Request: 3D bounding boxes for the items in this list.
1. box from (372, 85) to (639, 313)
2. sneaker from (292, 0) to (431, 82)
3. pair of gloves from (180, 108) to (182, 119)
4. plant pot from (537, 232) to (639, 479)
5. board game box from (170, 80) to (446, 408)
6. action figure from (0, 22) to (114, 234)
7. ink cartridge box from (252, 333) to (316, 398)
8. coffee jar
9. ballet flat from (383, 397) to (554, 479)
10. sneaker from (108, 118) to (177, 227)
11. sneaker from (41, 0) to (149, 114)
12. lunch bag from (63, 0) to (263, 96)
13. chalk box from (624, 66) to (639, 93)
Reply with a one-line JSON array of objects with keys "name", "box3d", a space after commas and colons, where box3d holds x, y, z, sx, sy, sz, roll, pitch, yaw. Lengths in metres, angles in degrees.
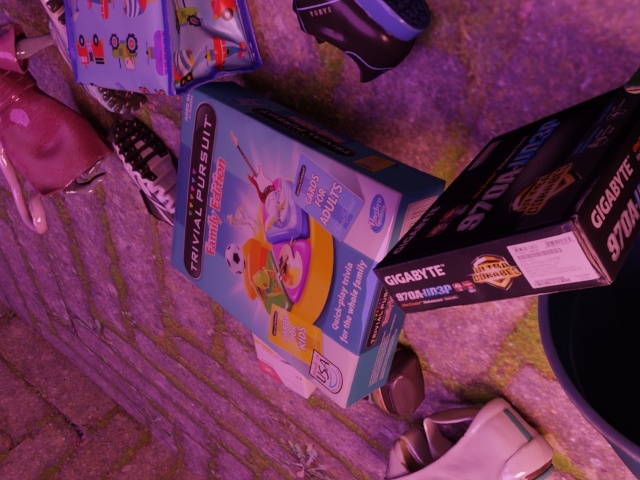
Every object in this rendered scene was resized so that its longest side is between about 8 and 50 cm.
[{"name": "box", "box3d": [0.167, -0.037, 0.456, 0.175, 0.220, 0.051, -18, 110, 53]}, {"name": "sneaker", "box3d": [-0.007, -0.249, 0.547, 0.232, 0.081, 0.090, 46, 138, -2]}, {"name": "pair of gloves", "box3d": [-0.182, -0.151, 0.885, 0.074, 0.010, 0.083, 34, 140, 20]}, {"name": "plant pot", "box3d": [0.328, 0.103, 0.416, 0.271, 0.272, 0.255, 4, 143, 44]}, {"name": "board game box", "box3d": [-0.044, -0.011, 0.683, 0.336, 0.079, 0.254, 32, 123, 34]}, {"name": "action figure", "box3d": [-0.507, -0.228, 0.942, 0.248, 0.276, 0.370, 4, 141, 51]}, {"name": "ink cartridge box", "box3d": [-0.058, 0.171, 1.023, 0.115, 0.067, 0.198, 23, 139, 30]}, {"name": "coffee jar", "box3d": [0.071, 0.201, 0.910, 0.184, 0.079, 0.096, 11, 129, 41]}, {"name": "ballet flat", "box3d": [0.186, 0.335, 0.905, 0.139, 0.139, 0.400, 43, 141, 4]}, {"name": "sneaker", "box3d": [-0.271, -0.091, 0.978, 0.234, 0.078, 0.106, 48, 143, -6]}, {"name": "sneaker", "box3d": [-0.341, -0.311, 0.811, 0.122, 0.110, 0.283, 23, 139, 35]}, {"name": "lunch bag", "box3d": [-0.208, -0.327, 0.657, 0.220, 0.138, 0.294, 17, 126, 39]}, {"name": "chalk box", "box3d": [0.299, -0.129, 0.267, 0.179, 0.180, 0.288, 54, 146, -10]}]
